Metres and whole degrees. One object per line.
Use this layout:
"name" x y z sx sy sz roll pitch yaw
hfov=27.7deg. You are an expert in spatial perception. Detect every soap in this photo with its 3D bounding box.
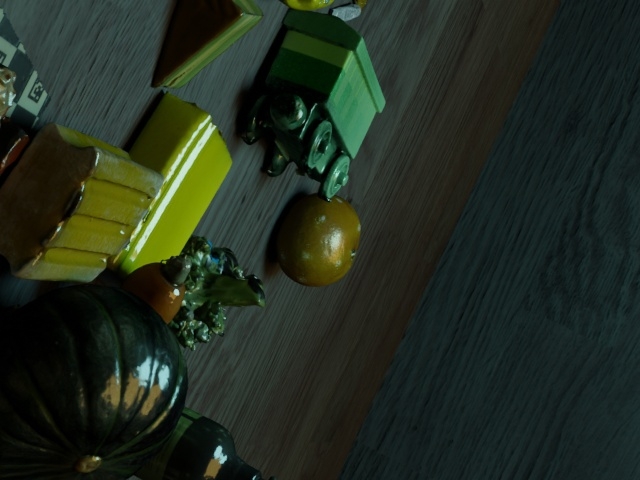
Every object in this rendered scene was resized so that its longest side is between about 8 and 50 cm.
"soap" -0.240 -0.032 1.283 0.140 0.073 0.232 -56 172 2

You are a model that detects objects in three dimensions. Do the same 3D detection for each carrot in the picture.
"carrot" -0.247 0.126 1.450 0.336 0.069 0.069 -46 173 24

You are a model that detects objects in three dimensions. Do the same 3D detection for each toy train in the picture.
"toy train" -0.004 -0.178 1.804 0.202 0.120 0.301 -65 165 -9

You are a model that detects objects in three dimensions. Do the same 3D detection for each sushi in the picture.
"sushi" -0.297 -0.105 1.089 0.192 0.043 0.279 -60 164 -19

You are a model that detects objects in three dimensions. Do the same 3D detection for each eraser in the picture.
"eraser" -0.189 -0.043 1.494 0.226 0.069 0.158 -61 166 -14

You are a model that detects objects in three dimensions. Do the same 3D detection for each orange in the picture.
"orange" 0.000 0.000 2.079 0.156 0.124 0.156 -54 163 -25

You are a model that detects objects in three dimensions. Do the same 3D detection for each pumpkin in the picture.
"pumpkin" -0.262 0.146 1.305 0.250 0.216 0.250 -33 156 -17

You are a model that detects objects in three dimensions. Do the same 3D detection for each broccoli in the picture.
"broccoli" -0.142 0.063 1.653 0.167 0.160 0.154 33 55 -64

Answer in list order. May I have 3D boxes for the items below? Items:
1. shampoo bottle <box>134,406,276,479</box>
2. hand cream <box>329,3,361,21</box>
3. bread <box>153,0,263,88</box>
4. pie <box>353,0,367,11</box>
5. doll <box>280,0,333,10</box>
"shampoo bottle" -0.181 0.246 1.554 0.101 0.284 0.101 -58 164 -28
"hand cream" 0.032 -0.329 1.893 0.093 0.019 0.030 -28 142 -55
"bread" -0.145 -0.240 1.442 0.139 0.084 0.074 -38 175 22
"pie" 0.092 -0.419 1.917 0.170 0.034 0.092 -59 166 -1
"doll" -0.021 -0.346 1.622 0.135 0.071 0.113 -57 145 -49
